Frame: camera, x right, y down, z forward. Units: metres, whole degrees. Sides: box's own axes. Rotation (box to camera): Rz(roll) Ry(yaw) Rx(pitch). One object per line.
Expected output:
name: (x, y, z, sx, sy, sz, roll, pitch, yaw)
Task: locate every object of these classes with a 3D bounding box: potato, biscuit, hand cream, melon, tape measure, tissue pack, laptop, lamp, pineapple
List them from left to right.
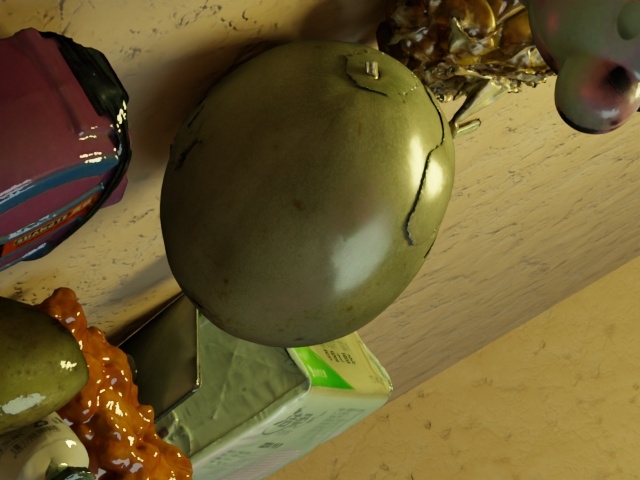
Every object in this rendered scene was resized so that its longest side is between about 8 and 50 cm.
potato: (-0.363, 0.124, 1.349, 0.298, 0.176, 0.141, 4, 124, 8)
tape measure: (-0.266, -0.059, 1.130, 0.231, 0.149, 0.245, -27, 171, -23)
hand cream: (-0.332, 0.174, 1.436, 0.121, 0.336, 0.076, -28, 128, -30)
biscuit: (-0.340, 0.246, 1.627, 0.318, 0.312, 0.110, -27, -167, 6)
laptop: (-0.250, 0.193, 1.874, 0.269, 0.188, 0.015, -39, 125, 25)
tissue pack: (-0.118, 0.230, 2.117, 0.331, 0.205, 0.405, -34, 163, 12)
melon: (-0.014, -0.049, 1.364, 0.268, 0.268, 0.330, -16, 153, -41)
pineapple: (0.155, -0.209, 1.374, 0.334, 0.158, 0.161, -39, 161, 30)
lamp: (0.240, -0.254, 1.133, 0.247, 0.301, 0.247, -26, 160, -13)

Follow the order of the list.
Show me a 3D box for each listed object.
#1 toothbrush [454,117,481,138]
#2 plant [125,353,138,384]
toothbrush: (0.092, -0.103, 1.824, 0.294, 0.028, 0.026, -28, 166, -27)
plant: (-0.329, 0.197, 1.783, 0.142, 0.131, 0.203, -38, 156, 28)
